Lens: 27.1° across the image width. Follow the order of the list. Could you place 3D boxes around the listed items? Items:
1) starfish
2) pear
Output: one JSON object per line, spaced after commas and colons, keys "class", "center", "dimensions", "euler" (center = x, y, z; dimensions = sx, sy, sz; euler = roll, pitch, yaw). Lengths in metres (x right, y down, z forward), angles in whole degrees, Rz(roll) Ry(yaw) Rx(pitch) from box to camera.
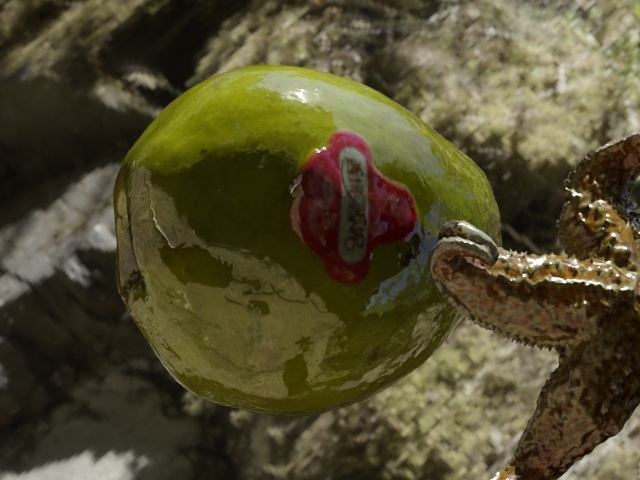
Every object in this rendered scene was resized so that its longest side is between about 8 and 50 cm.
{"class": "starfish", "center": [0.228, 0.073, 0.928], "dimensions": [0.303, 0.312, 0.113], "euler": [49, -20, 12]}
{"class": "pear", "center": [0.000, 0.000, 1.095], "dimensions": [0.287, 0.375, 0.287], "euler": [6, -83, 55]}
